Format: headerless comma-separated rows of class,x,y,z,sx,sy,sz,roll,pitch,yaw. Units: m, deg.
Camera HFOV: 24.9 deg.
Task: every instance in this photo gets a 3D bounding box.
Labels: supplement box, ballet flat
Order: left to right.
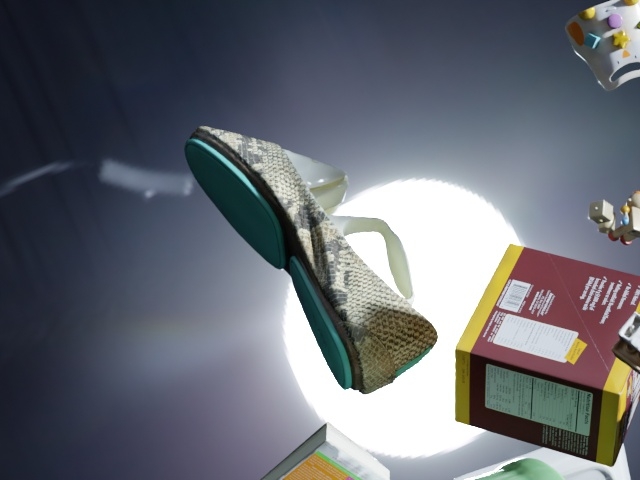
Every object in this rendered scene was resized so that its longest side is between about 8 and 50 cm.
ballet flat,0.000,0.000,1.968,0.182,0.483,0.164,-25,146,-18
supplement box,0.279,0.130,1.693,0.194,0.129,0.191,15,-134,20

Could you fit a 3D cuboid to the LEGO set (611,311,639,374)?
LEGO set,0.314,-0.023,1.201,0.132,0.287,0.107,8,178,-1

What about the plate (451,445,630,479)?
plate,0.356,0.443,2.167,0.277,0.278,0.045,-18,-168,-10

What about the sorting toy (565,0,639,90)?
sorting toy,0.270,-0.176,1.301,0.083,0.075,0.045,-18,172,9

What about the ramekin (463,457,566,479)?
ramekin,0.177,0.386,1.495,0.148,0.303,0.303,-8,173,-18

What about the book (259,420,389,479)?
book,-0.006,0.279,1.624,0.144,0.096,0.035,-42,-159,24

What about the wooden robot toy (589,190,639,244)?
wooden robot toy,0.501,-0.043,2.359,0.173,0.079,0.076,18,156,-27
